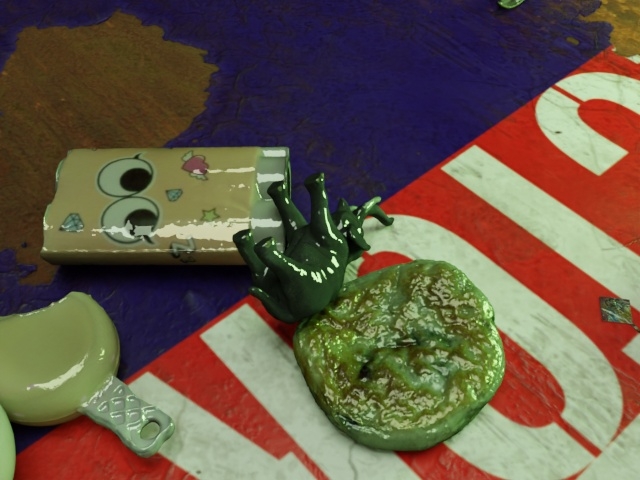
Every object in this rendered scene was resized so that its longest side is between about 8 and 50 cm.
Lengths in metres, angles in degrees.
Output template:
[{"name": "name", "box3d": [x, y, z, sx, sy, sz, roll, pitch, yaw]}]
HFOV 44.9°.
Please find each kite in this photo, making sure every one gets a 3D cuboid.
[{"name": "kite", "box3d": [0.349, 0.093, 0.896, 0.044, 0.002, 0.078, -10, 50, -6]}]

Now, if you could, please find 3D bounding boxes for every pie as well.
[{"name": "pie", "box3d": [0.085, 0.117, 0.853, 0.240, 0.054, 0.241, -2, 52, 2]}]

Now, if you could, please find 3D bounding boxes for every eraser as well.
[{"name": "eraser", "box3d": [-0.184, -0.040, 0.969, 0.290, 0.087, 0.171, 0, 56, 2]}]

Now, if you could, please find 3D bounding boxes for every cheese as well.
[{"name": "cheese", "box3d": [-0.277, 0.156, 0.822, 0.163, 0.071, 0.249, -28, 56, -20]}]

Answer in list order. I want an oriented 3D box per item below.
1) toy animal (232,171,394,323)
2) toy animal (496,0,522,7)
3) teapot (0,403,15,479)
[{"name": "toy animal", "box3d": [-0.003, -0.009, 0.886, 0.082, 0.137, 0.269, -11, 24, 40]}, {"name": "toy animal", "box3d": [0.366, -0.473, 1.307, 0.155, 0.095, 0.219, 10, 52, 16]}, {"name": "teapot", "box3d": [-0.384, 0.223, 0.710, 0.208, 0.166, 0.299, -28, 50, -23]}]
